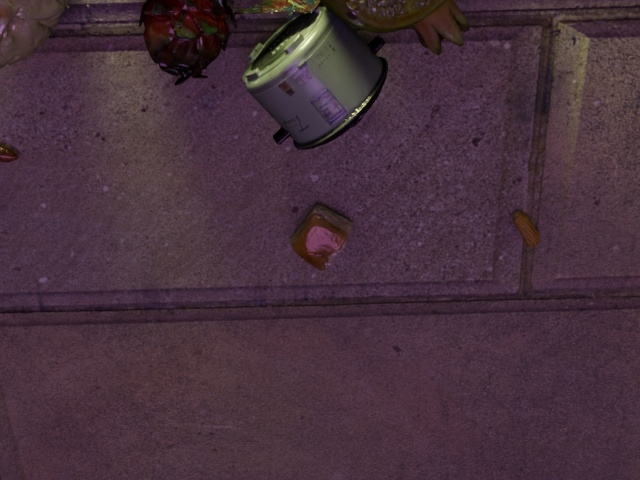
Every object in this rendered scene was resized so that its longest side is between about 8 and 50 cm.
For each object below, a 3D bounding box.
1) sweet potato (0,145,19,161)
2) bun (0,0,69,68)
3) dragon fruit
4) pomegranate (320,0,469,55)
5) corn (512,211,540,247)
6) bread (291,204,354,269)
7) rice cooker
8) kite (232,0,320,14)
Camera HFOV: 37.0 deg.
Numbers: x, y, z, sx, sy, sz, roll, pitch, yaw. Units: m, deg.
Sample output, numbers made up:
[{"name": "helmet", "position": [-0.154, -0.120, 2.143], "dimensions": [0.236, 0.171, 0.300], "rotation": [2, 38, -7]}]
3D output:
[{"name": "sweet potato", "position": [-0.674, -0.183, 1.995], "dimensions": [0.095, 0.034, 0.034], "rotation": [18, 120, 1]}, {"name": "bun", "position": [-0.592, -0.461, 1.675], "dimensions": [0.352, 0.227, 0.349], "rotation": [-21, 135, -7]}, {"name": "dragon fruit", "position": [-0.251, -0.402, 1.791], "dimensions": [0.182, 0.182, 0.189], "rotation": [29, 78, -17]}, {"name": "pomegranate", "position": [0.130, -0.495, 1.708], "dimensions": [0.310, 0.216, 0.358], "rotation": [-44, 128, -7]}, {"name": "corn", "position": [0.454, -0.025, 2.109], "dimensions": [0.037, 0.037, 0.092], "rotation": [-33, 117, 17]}, {"name": "bread", "position": [0.001, -0.001, 2.088], "dimensions": [0.106, 0.082, 0.125], "rotation": [26, 120, -23]}, {"name": "rice cooker", "position": [-0.004, -0.304, 1.811], "dimensions": [0.280, 0.241, 0.227], "rotation": [-45, 113, 4]}, {"name": "kite", "position": [-0.049, -0.447, 1.765], "dimensions": [0.232, 0.189, 0.009], "rotation": [-22, 126, -17]}]
